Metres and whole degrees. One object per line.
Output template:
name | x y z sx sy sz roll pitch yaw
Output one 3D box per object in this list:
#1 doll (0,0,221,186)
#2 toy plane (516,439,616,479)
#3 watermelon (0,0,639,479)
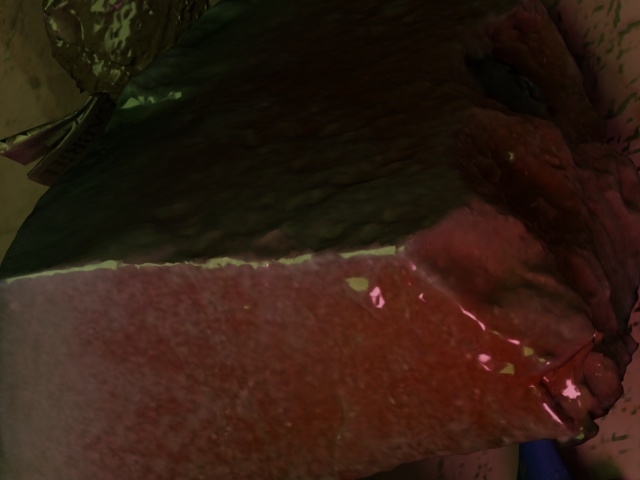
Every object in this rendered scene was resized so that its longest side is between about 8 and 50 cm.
doll | -0.078 -0.122 0.962 0.105 0.115 0.221 19 101 -2
toy plane | 0.094 0.100 0.865 0.062 0.054 0.167 158 103 -67
watermelon | -0.012 -0.010 0.829 0.302 0.264 0.151 -19 111 32
